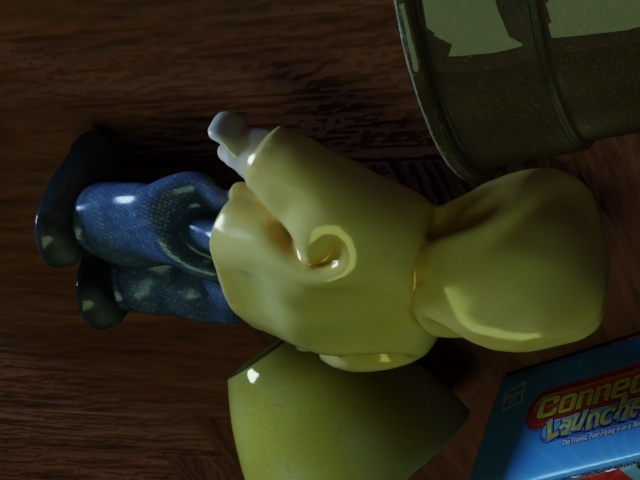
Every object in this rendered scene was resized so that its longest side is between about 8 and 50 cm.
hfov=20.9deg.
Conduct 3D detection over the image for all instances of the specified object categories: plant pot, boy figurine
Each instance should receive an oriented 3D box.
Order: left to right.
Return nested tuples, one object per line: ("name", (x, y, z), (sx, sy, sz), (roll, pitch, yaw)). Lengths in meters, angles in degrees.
("boy figurine", (0.000, 0.000, 0.853), (0.285, 0.092, 0.177), (2, 142, 26))
("plant pot", (0.002, 0.097, 0.976), (0.095, 0.134, 0.134), (54, 142, -1))
("plant pot", (0.123, -0.107, 0.577), (0.165, 0.167, 0.167), (-3, 141, 21))

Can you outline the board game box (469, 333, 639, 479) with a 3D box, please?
("board game box", (0.292, 0.151, 0.916), (0.308, 0.086, 0.302), (38, 144, -24))
